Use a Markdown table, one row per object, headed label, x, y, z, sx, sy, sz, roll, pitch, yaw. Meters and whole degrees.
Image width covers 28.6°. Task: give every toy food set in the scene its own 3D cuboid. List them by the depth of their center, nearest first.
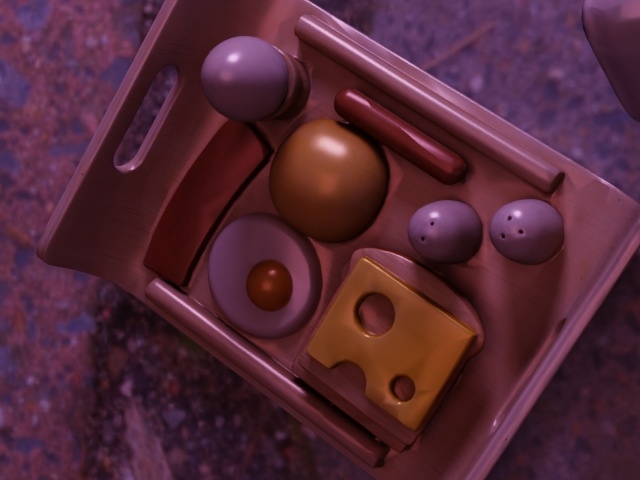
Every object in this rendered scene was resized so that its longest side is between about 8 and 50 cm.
| label | x | y | z | sx | sy | sz | roll | pitch | yaw |
| --- | --- | --- | --- | --- | --- | --- | --- | --- | --- |
| toy food set | 0.000 | 0.000 | 0.709 | 0.306 | 0.092 | 0.220 | 35 | 103 | 20 |

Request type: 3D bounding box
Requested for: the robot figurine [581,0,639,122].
| label | x | y | z | sx | sy | sz | roll | pitch | yaw |
| --- | --- | --- | --- | --- | --- | --- | --- | --- | --- |
| robot figurine | 0.292 | -0.129 | 0.520 | 0.353 | 0.200 | 0.300 | -5 | 75 | 23 |
